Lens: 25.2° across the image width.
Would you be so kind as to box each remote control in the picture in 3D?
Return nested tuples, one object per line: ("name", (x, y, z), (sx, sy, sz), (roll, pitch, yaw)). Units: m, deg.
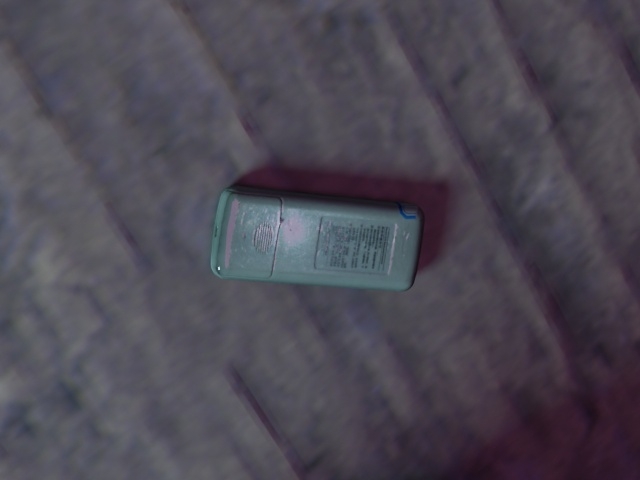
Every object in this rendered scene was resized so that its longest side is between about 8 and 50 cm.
("remote control", (0.000, 0.000, 0.791), (0.124, 0.018, 0.053), (4, 100, -24))
